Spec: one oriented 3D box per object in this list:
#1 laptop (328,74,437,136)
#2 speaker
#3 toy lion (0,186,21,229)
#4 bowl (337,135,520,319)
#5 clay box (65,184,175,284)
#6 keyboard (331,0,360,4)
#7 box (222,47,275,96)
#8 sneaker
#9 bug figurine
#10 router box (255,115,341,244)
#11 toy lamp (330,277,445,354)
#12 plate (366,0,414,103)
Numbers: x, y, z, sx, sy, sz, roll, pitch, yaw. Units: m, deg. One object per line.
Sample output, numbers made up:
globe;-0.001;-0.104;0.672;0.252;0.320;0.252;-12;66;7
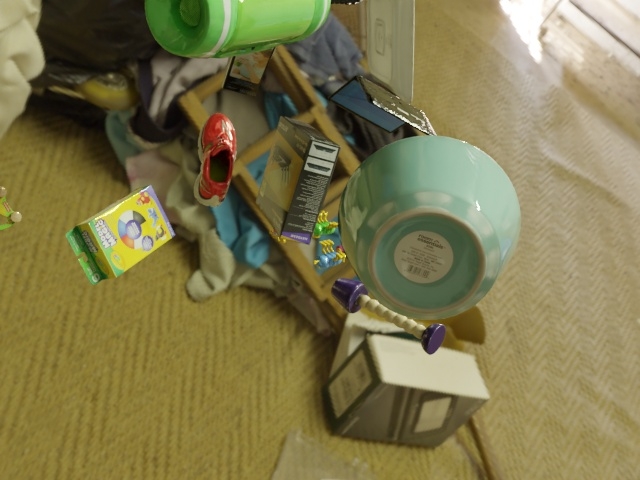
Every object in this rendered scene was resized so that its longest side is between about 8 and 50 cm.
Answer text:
laptop;0.167;-0.339;1.999;0.234;0.137;0.264;24;28;-24
speaker;-0.104;-0.332;1.020;0.131;0.131;0.296;47;36;8
toy lion;-0.711;-0.065;1.558;0.096;0.034;0.100;-37;114;-31
bowl;0.172;0.004;1.165;0.311;0.312;0.163;35;25;-8
clay box;-0.413;-0.013;1.512;0.222;0.053;0.128;-45;118;-49
keyboard;0.111;-0.681;2.027;0.201;0.033;0.317;-2;21;11
box;-0.148;-0.474;1.657;0.087;0.290;0.169;14;72;-13
sneaker;-0.254;-0.221;1.863;0.107;0.118;0.279;11;59;-22
bug figurine;0.000;0.000;2.002;0.216;0.072;0.279;-10;34;-41
router box;-0.063;-0.155;1.769;0.080;0.243;0.309;12;14;-20
toy lamp;0.141;0.157;1.595;0.274;0.080;0.080;24;28;32
plate;0.159;-0.487;1.728;0.045;0.278;0.278;-7;25;-11
